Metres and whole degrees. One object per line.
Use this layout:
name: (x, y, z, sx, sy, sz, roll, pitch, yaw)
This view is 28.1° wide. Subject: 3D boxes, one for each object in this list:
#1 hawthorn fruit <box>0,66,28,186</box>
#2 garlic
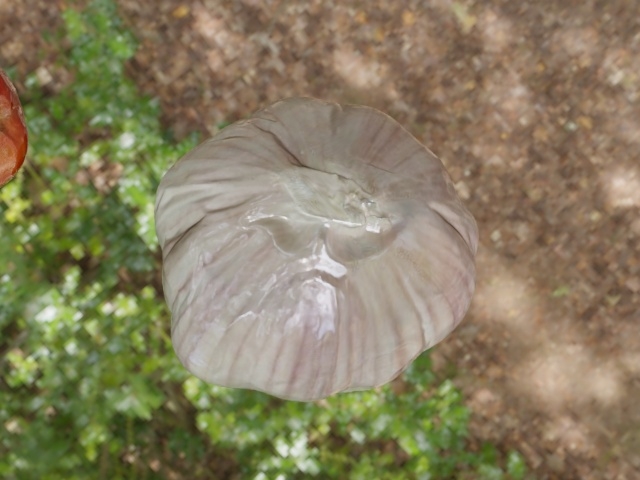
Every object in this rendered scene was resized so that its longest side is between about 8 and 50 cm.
hawthorn fruit: (-0.270, -0.083, 0.874, 0.137, 0.133, 0.133, 2, 136, 14)
garlic: (0.000, 0.000, 1.204, 0.317, 0.317, 0.259, 45, 165, 8)
